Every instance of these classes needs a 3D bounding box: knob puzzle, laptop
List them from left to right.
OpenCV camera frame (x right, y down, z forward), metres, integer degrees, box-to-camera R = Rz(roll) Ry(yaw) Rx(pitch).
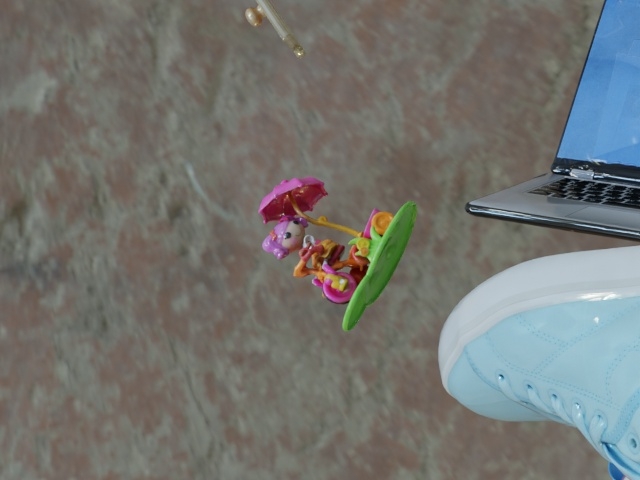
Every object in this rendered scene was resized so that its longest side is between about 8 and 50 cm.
[{"bbox_3d":[-0.079,-0.257,1.713,0.030,0.213,0.213,-35,113,4],"label":"knob puzzle"},{"bbox_3d":[0.428,-0.144,1.976,0.382,0.408,0.236,9,104,29],"label":"laptop"}]

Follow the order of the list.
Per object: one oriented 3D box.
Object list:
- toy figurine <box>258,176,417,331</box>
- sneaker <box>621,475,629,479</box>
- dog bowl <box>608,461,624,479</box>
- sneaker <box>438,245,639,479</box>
[{"bbox_3d":[0.000,0.000,1.925,0.159,0.130,0.173,25,60,13],"label":"toy figurine"},{"bbox_3d":[0.246,0.298,1.172,0.114,0.152,0.305,30,72,-54],"label":"sneaker"},{"bbox_3d":[0.407,0.167,1.663,0.297,0.166,0.074,-43,105,-29],"label":"dog bowl"},{"bbox_3d":[0.189,0.092,1.034,0.135,0.366,0.150,25,65,-26],"label":"sneaker"}]
